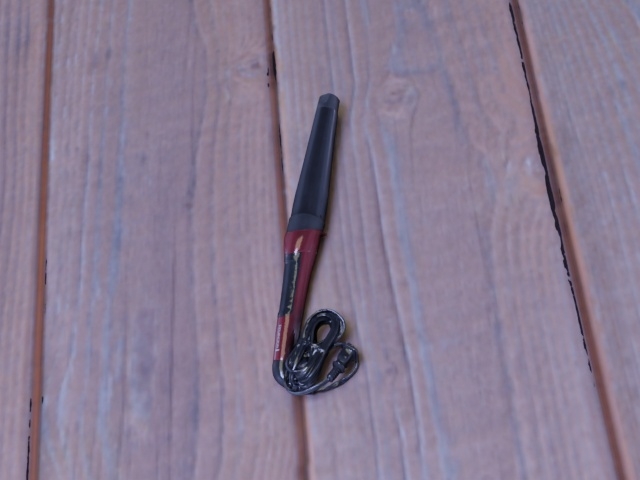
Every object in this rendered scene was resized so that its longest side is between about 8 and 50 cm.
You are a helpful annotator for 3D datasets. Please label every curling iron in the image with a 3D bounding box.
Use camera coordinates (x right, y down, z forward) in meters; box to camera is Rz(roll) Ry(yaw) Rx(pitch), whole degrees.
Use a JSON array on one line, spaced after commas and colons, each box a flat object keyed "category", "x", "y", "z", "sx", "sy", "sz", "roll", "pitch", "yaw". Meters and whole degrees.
[{"category": "curling iron", "x": 0.000, "y": 0.000, "z": 0.942, "sx": 0.068, "sy": 0.035, "sz": 0.274, "roll": -1, "pitch": 61, "yaw": 6}]
